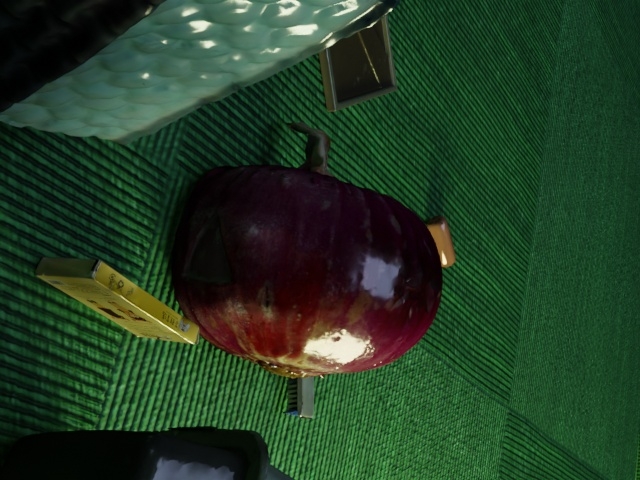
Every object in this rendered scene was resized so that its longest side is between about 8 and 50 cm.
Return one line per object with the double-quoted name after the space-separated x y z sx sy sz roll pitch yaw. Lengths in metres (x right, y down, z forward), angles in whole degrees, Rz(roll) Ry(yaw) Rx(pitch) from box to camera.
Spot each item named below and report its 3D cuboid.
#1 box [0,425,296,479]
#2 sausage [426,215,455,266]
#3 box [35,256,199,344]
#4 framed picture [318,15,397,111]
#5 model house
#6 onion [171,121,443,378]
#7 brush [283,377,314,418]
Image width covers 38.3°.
-0.139 0.245 0.668 0.166 0.291 0.220 32 61 -30 "box"
0.185 0.002 1.413 0.034 0.034 0.083 -45 127 -48 "sausage"
-0.174 0.055 0.810 0.149 0.073 0.020 45 55 -49 "box"
0.041 -0.306 1.206 0.184 0.016 0.249 -30 115 -54 "framed picture"
-0.208 -0.226 0.544 0.339 0.360 0.297 -7 85 -45 "model house"
0.001 0.029 0.948 0.256 0.231 0.272 -20 114 -56 "onion"
-0.023 0.124 1.094 0.033 0.030 0.178 26 57 -47 "brush"
